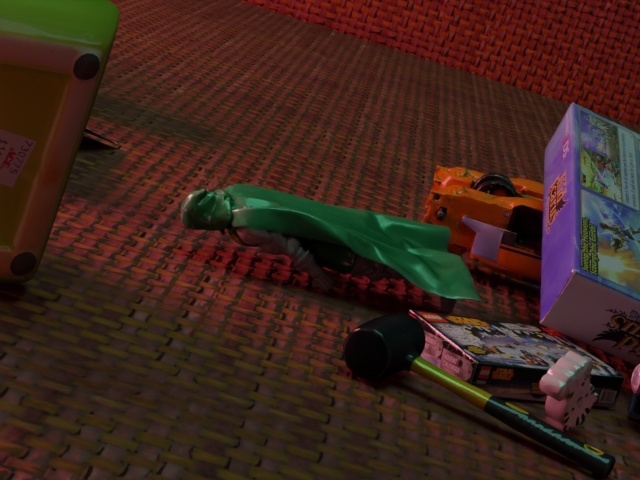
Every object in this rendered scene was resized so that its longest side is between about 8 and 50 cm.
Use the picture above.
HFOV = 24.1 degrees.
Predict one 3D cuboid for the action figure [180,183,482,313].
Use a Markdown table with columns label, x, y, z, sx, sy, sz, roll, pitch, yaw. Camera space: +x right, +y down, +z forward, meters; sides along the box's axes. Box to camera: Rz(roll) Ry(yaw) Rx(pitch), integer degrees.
| label | x | y | z | sx | sy | sz | roll | pitch | yaw |
| --- | --- | --- | --- | --- | --- | --- | --- | --- | --- |
| action figure | 0.000 | 0.000 | 1.172 | 0.232 | 0.063 | 0.137 | 16 | 15 | -20 |

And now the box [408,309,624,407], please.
| label | x | y | z | sx | sy | sz | roll | pitch | yaw |
| --- | --- | --- | --- | --- | --- | --- | --- | --- | --- |
| box | 0.139 | 0.085 | 1.083 | 0.137 | 0.027 | 0.094 | 8 | 16 | -32 |

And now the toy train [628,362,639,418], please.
| label | x | y | z | sx | sy | sz | roll | pitch | yaw |
| --- | --- | --- | --- | --- | --- | --- | --- | --- | --- |
| toy train | 0.310 | 0.119 | 1.069 | 0.184 | 0.080 | 0.105 | 16 | 5 | 5 |

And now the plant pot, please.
| label | x | y | z | sx | sy | sz | roll | pitch | yaw |
| --- | --- | --- | --- | --- | --- | --- | --- | --- | --- |
| plant pot | -0.267 | -0.097 | 0.916 | 0.227 | 0.228 | 0.207 | 5 | 26 | -42 |

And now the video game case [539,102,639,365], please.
| label | x | y | z | sx | sy | sz | roll | pitch | yaw |
| --- | --- | --- | --- | --- | --- | --- | --- | --- | --- |
| video game case | 0.302 | 0.018 | 1.234 | 0.244 | 0.061 | 0.269 | 24 | 34 | -7 |

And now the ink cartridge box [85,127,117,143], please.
| label | x | y | z | sx | sy | sz | roll | pitch | yaw |
| --- | --- | --- | --- | --- | --- | --- | --- | --- | --- |
| ink cartridge box | -0.309 | -0.118 | 1.330 | 0.181 | 0.056 | 0.224 | 22 | -4 | 20 |

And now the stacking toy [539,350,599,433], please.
| label | x | y | z | sx | sy | sz | roll | pitch | yaw |
| --- | --- | --- | --- | --- | --- | --- | --- | --- | --- |
| stacking toy | 0.272 | 0.083 | 0.977 | 0.221 | 0.052 | 0.167 | -39 | 46 | -25 |

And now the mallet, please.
| label | x | y | z | sx | sy | sz | roll | pitch | yaw |
| --- | --- | --- | --- | --- | --- | --- | --- | --- | --- |
| mallet | 0.107 | 0.101 | 0.981 | 0.189 | 0.039 | 0.062 | 25 | 19 | 15 |

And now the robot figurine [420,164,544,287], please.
| label | x | y | z | sx | sy | sz | roll | pitch | yaw |
| --- | --- | --- | --- | --- | --- | --- | --- | --- | --- |
| robot figurine | 0.237 | 0.006 | 1.391 | 0.291 | 0.085 | 0.211 | 17 | 14 | 3 |
